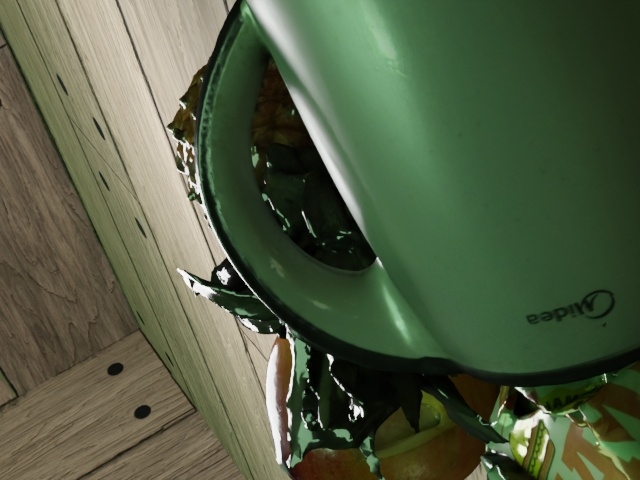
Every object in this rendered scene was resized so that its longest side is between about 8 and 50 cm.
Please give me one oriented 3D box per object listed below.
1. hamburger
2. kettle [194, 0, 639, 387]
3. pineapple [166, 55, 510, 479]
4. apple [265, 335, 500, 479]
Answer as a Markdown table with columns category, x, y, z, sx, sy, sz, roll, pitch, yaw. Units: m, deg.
| category | x | y | z | sx | sy | sz | roll | pitch | yaw |
| --- | --- | --- | --- | --- | --- | --- | --- | --- | --- |
| hamburger | 0.166 | 0.144 | 0.607 | 0.235 | 0.125 | 0.214 | 116 | 132 | -68 |
| kettle | 0.049 | -0.055 | 0.464 | 0.161 | 0.221 | 0.236 | -83 | -30 | -65 |
| pineapple | -0.004 | -0.001 | 0.678 | 0.364 | 0.165 | 0.166 | -111 | 2 | -54 |
| apple | 0.046 | 0.099 | 0.825 | 0.199 | 0.199 | 0.199 | 54 | 163 | 24 |
